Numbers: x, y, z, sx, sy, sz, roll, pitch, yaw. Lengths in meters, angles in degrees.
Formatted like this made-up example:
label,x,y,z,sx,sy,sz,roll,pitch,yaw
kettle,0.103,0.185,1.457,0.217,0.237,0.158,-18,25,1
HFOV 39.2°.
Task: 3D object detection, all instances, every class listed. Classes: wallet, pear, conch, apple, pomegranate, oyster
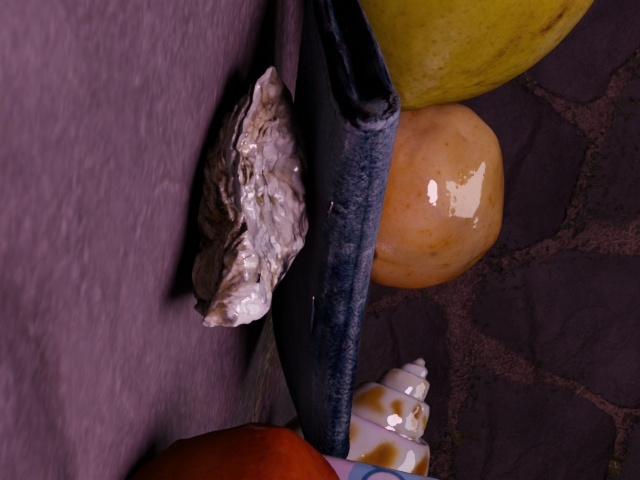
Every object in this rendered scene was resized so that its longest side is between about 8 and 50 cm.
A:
label,x,y,z,sx,sy,sz,roll,pitch,yaw
wallet,0.000,0.000,0.681,0.378,0.046,0.190,96,-15,-45
pear,0.111,-0.250,0.712,0.253,0.253,0.307,-71,176,-54
conch,0.010,0.295,0.945,0.249,0.197,0.367,44,48,-58
apple,-0.044,0.181,0.492,0.156,0.147,0.158,63,31,-44
pomegranate,0.094,-0.054,0.990,0.233,0.233,0.233,11,90,-84
oyster,-0.041,-0.022,0.545,0.125,0.064,0.177,72,28,-69

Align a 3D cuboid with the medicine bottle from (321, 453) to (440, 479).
label,x,y,z,sx,sy,sz,roll,pitch,yaw
medicine bottle,-0.006,0.227,0.671,0.094,0.188,0.119,93,10,-51
